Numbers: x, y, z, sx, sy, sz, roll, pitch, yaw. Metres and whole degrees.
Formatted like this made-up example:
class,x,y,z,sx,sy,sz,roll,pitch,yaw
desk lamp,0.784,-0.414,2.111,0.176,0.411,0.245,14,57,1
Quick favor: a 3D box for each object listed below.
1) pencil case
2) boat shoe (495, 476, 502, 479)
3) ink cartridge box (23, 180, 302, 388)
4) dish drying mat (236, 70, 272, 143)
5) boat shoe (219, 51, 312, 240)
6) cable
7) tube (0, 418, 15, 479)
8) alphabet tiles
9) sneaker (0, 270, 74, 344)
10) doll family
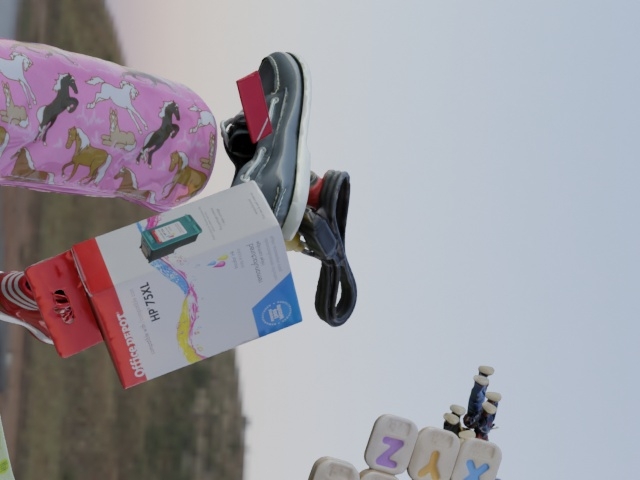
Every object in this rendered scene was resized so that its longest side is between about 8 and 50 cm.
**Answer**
class,x,y,z,sx,sy,sz,roll,pitch,yaw
pencil case,-0.284,-0.126,1.770,0.160,0.386,0.167,41,-69,32
boat shoe,0.162,0.361,1.948,0.066,0.183,0.066,51,-16,49
ink cartridge box,-0.145,0.050,1.460,0.078,0.231,0.134,-120,-168,-46
dish drying mat,-0.076,-0.154,1.809,0.008,0.032,0.083,32,-36,46
boat shoe,-0.071,-0.133,1.917,0.319,0.099,0.116,-92,-160,-45
cable,0.000,0.000,2.094,0.139,0.072,0.287,-55,153,-20
tube,-0.482,0.265,2.205,0.062,0.070,0.240,-95,-178,-68
alphabet tiles,0.106,0.358,1.876,0.021,0.284,0.277,-150,-102,-73
sneaker,-0.340,0.092,2.095,0.128,0.221,0.087,-5,-104,39
doll family,0.203,0.262,2.161,0.193,0.076,0.111,-42,147,-38
